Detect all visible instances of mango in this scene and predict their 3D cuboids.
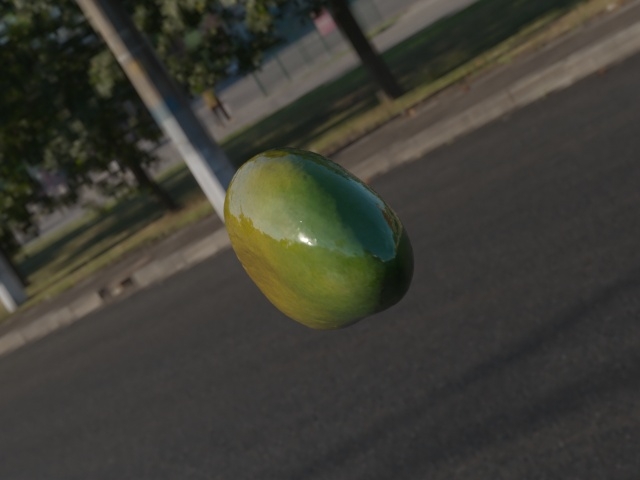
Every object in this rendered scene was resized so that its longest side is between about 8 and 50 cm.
[{"bbox_3d":[-0.005,-0.005,0.891,0.091,0.137,0.237,-43,0,-14],"label":"mango"}]
